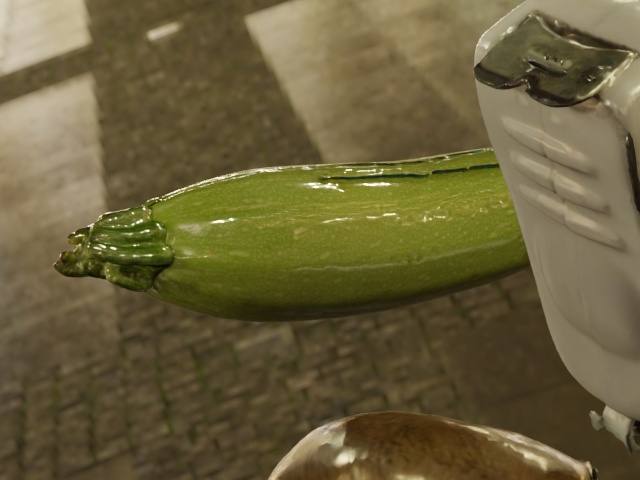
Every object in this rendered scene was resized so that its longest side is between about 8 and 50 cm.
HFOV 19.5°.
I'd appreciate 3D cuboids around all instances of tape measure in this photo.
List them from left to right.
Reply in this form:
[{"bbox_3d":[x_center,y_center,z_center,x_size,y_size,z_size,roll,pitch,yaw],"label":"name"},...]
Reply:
[{"bbox_3d":[0.170,-0.031,0.787,0.197,0.236,0.120,-40,44,-21],"label":"tape measure"}]

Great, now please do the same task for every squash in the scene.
[{"bbox_3d":[0.000,0.000,1.046,0.341,0.094,0.094,-8,10,-32],"label":"squash"}]

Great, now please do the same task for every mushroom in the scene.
[{"bbox_3d":[0.036,0.124,0.895,0.210,0.094,0.072,-35,32,48],"label":"mushroom"}]
